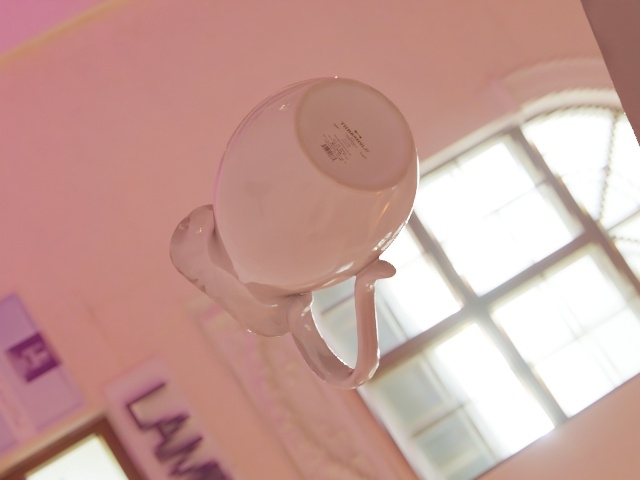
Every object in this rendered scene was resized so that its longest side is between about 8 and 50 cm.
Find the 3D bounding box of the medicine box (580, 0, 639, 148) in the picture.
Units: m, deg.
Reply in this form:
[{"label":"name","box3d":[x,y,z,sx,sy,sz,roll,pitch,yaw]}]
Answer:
[{"label":"medicine box","box3d":[0.335,-0.166,0.892,0.263,0.289,0.149,2,-58,52]}]

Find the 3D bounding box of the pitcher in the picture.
[{"label":"pitcher","box3d":[0.000,0.000,1.094,0.178,0.125,0.207,47,-36,5]}]
